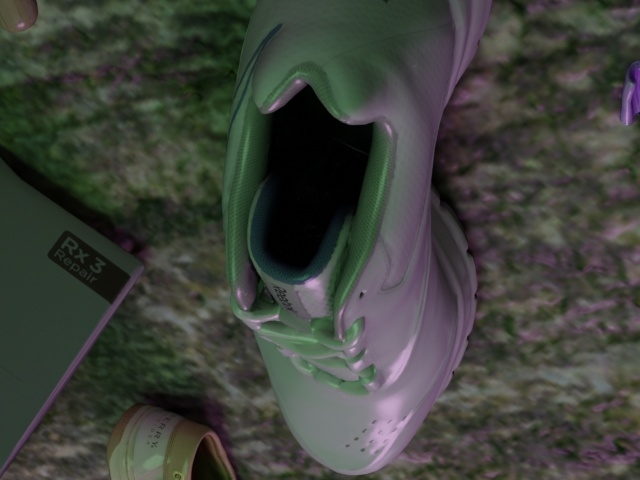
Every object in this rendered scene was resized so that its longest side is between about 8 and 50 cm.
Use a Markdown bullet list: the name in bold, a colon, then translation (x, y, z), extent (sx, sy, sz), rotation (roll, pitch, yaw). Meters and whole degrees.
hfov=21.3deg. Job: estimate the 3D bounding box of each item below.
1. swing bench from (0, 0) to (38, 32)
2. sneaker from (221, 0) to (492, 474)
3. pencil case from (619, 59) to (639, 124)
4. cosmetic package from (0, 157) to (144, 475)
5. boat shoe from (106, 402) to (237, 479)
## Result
- **swing bench**: translation (-0.271, -0.175, 0.623), extent (0.253, 0.165, 0.255), rotation (6, 120, 23)
- **sneaker**: translation (0.000, 0.000, 0.678), extent (0.111, 0.129, 0.297), rotation (11, 136, 15)
- **pencil case**: translation (0.201, -0.065, 0.545), extent (0.206, 0.088, 0.086), rotation (6, 135, 21)
- **cosmetic package**: translation (-0.274, 0.094, 0.885), extent (0.217, 0.156, 0.385), rotation (34, 138, -4)
- **boat shoe**: translation (-0.060, 0.161, 0.909), extent (0.059, 0.063, 0.170), rotation (4, 131, 32)
